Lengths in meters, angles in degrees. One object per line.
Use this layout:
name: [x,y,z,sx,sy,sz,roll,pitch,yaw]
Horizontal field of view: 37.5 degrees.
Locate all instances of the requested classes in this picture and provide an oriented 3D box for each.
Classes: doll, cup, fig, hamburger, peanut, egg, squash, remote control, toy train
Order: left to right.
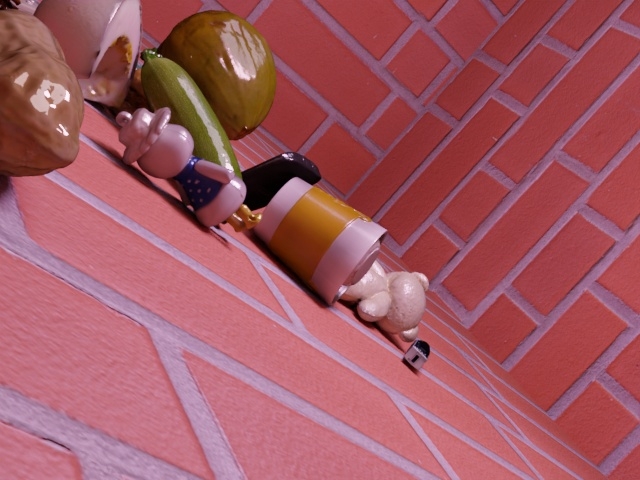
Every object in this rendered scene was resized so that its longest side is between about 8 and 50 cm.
remote control: [-0.606,-0.464,1.817,0.078,0.042,0.221,44,16,24]
peanut: [-0.345,-0.165,1.047,0.152,0.152,0.313,36,12,-40]
egg: [-0.424,-0.361,1.671,0.162,0.206,0.271,18,5,0]
hamburger: [-0.328,-0.252,1.911,0.214,0.108,0.214,46,4,-4]
doll: [-0.222,-0.117,1.571,0.293,0.119,0.138,40,-36,-23]
squash: [-0.237,-0.200,1.745,0.395,0.107,0.107,61,13,19]
fig: [-0.268,-0.415,2.462,0.343,0.343,0.343,41,7,-6]
cup: [0.000,0.000,1.884,0.226,0.185,0.241,37,-3,7]
doll: [0.101,0.110,2.065,0.278,0.175,0.149,29,-26,-27]
toy train: [0.211,0.243,2.038,0.043,0.047,0.207,44,6,7]

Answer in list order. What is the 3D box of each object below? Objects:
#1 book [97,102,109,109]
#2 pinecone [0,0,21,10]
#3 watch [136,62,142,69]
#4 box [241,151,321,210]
book: [-0.502,-0.351,1.851,0.157,0.026,0.231,35,9,-42]
pinecone: [-0.577,-0.497,1.592,0.221,0.221,0.221,41,7,-6]
watch: [-0.474,-0.415,2.292,0.195,0.068,0.237,42,2,-18]
box: [-0.108,-0.112,1.917,0.042,0.201,0.212,68,12,16]
